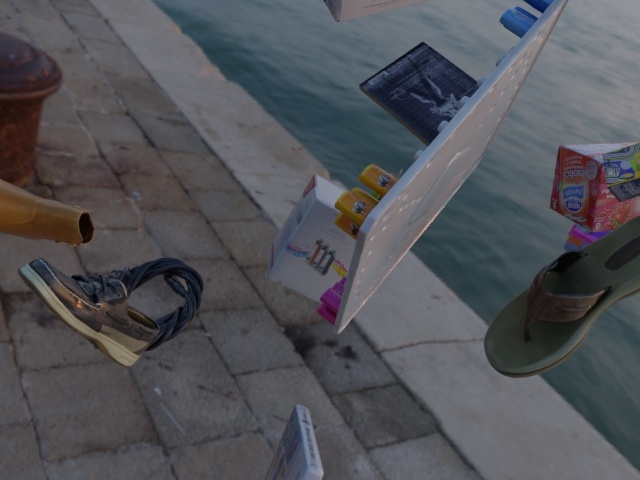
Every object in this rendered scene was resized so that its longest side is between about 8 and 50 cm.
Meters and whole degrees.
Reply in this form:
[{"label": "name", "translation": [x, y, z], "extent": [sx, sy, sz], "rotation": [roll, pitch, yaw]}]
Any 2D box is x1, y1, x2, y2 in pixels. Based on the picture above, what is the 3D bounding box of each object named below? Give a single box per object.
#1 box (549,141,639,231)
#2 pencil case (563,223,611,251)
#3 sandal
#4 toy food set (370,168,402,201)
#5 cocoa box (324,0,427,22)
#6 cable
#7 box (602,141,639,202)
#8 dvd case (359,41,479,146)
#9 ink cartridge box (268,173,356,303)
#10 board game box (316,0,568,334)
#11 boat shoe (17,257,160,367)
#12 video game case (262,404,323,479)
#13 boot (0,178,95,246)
[{"label": "box", "translation": [0.546, -0.097, 1.173], "extent": [0.256, 0.123, 0.128], "rotation": [-4, 22, -15]}, {"label": "pencil case", "translation": [0.610, 0.030, 1.363], "extent": [0.236, 0.105, 0.104], "rotation": [32, 28, 35]}, {"label": "sandal", "translation": [0.334, 0.060, 0.908], "extent": [0.086, 0.303, 0.120], "rotation": [37, 15, -39]}, {"label": "toy food set", "translation": [0.132, -0.101, 1.575], "extent": [0.038, 0.132, 0.192], "rotation": [33, 25, 1]}, {"label": "cocoa box", "translation": [0.154, -0.650, 1.425], "extent": [0.346, 0.231, 0.228], "rotation": [-18, 59, -14]}, {"label": "cable", "translation": [-0.245, 0.099, 0.968], "extent": [0.150, 0.047, 0.185], "rotation": [-1, 40, 2]}, {"label": "box", "translation": [0.484, -0.111, 0.936], "extent": [0.054, 0.168, 0.059], "rotation": [30, 55, -41]}, {"label": "dvd case", "translation": [0.204, -0.267, 1.257], "extent": [0.164, 0.018, 0.221], "rotation": [-36, 61, -14]}, {"label": "ink cartridge box", "translation": [0.000, 0.000, 1.223], "extent": [0.127, 0.176, 0.128], "rotation": [27, 22, -15]}, {"label": "board game box", "translation": [0.138, -0.084, 0.888], "extent": [0.050, 0.390, 0.390], "rotation": [37, 70, 12]}, {"label": "boat shoe", "translation": [-0.259, 0.073, 0.788], "extent": [0.073, 0.224, 0.080], "rotation": [-45, 57, -13]}, {"label": "video game case", "translation": [-0.041, 0.250, 0.634], "extent": [0.019, 0.157, 0.143], "rotation": [21, 5, -8]}, {"label": "boot", "translation": [-0.508, -0.060, 1.141], "extent": [0.211, 0.104, 0.295], "rotation": [10, -10, 4]}]
